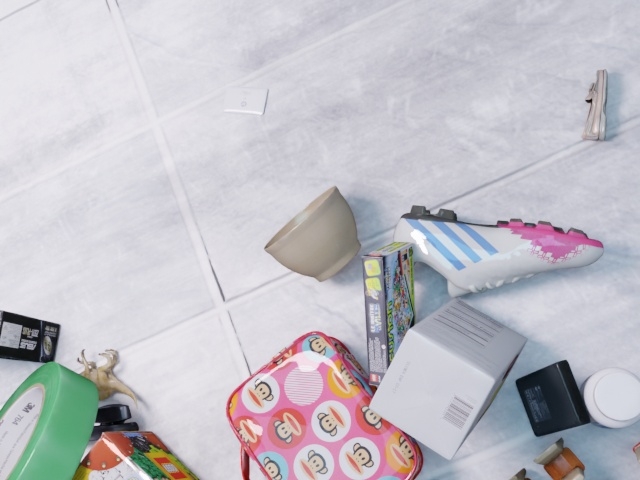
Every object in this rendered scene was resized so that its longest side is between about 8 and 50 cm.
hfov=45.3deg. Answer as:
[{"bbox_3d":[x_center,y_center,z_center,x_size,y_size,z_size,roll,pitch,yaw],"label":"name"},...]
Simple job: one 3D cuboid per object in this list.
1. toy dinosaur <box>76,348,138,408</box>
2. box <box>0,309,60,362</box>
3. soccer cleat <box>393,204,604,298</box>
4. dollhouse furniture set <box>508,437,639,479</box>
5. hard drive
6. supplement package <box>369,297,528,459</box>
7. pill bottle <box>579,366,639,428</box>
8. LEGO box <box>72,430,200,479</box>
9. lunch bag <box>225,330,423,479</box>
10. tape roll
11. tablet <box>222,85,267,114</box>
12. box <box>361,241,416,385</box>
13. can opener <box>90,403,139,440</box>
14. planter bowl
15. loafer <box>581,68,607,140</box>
[{"bbox_3d":[-0.388,0.245,1.380,0.183,0.053,0.092,6,93,22],"label":"toy dinosaur"},{"bbox_3d":[-0.582,0.169,1.367,0.148,0.180,0.077,3,77,14],"label":"box"},{"bbox_3d":[0.279,0.032,1.243,0.332,0.116,0.143,8,90,20],"label":"soccer cleat"},{"bbox_3d":[0.433,0.396,1.117,0.259,0.135,0.262,-44,70,12],"label":"dollhouse furniture set"},{"bbox_3d":[0.346,0.240,1.154,0.022,0.135,0.094,-11,72,-17],"label":"hard drive"},{"bbox_3d":[0.196,0.191,1.127,0.134,0.244,0.139,30,109,19],"label":"supplement package"},{"bbox_3d":[0.427,0.231,1.121,0.087,0.160,0.087,-3,76,12],"label":"pill bottle"},{"bbox_3d":[-0.323,0.611,1.189,0.373,0.193,0.500,36,87,18],"label":"LEGO box"},{"bbox_3d":[-0.008,0.320,1.224,0.258,0.120,0.293,-39,72,2],"label":"lunch bag"},{"bbox_3d":[-0.487,0.356,1.247,0.077,0.321,0.321,36,85,-25],"label":"tape roll"},{"bbox_3d":[-0.144,-0.268,1.463,0.083,0.006,0.054,7,78,15],"label":"tablet"},{"bbox_3d":[0.111,0.114,1.209,0.036,0.114,0.206,3,103,31],"label":"box"},{"bbox_3d":[-0.404,0.337,1.351,0.186,0.059,0.073,-16,67,20],"label":"can opener"},{"bbox_3d":[0.000,0.000,1.296,0.162,0.162,0.109,-42,98,1],"label":"planter bowl"},{"bbox_3d":[0.462,-0.229,1.290,0.039,0.045,0.125,2,79,21],"label":"loafer"}]
